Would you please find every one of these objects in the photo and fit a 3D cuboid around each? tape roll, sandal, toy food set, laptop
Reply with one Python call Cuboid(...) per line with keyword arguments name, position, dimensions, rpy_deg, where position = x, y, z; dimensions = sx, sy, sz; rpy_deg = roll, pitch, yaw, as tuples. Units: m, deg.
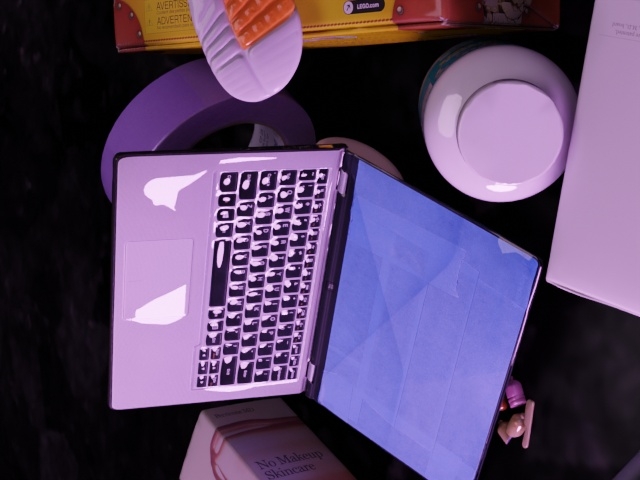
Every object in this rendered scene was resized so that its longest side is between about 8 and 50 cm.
Cuboid(name="tape roll", position=(-0.144, -0.103, 1.485), dimensions=(0.090, 0.274, 0.275), rpy_deg=(51, 130, 35))
Cuboid(name="sandal", position=(-0.088, -0.268, 1.117), dimensions=(0.102, 0.076, 0.265), rpy_deg=(-22, 91, 12))
Cuboid(name="toy food set", position=(0.206, 0.188, 1.296), dimensions=(0.122, 0.019, 0.078), rpy_deg=(25, 113, 55))
Cuboid(name="laptop", position=(-0.021, 0.111, 1.280), dimensions=(0.236, 0.408, 0.382), rpy_deg=(-113, 26, -50))

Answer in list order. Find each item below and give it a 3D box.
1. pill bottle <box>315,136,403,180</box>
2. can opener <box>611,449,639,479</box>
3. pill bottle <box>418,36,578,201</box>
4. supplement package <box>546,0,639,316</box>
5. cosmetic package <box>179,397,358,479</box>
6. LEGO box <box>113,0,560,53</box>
Cuboid(name="pill bottle", position=(0.000, 0.000, 1.435), dimensions=(0.130, 0.130, 0.246), rpy_deg=(54, 132, 32))
Cuboid(name="can opener", position=(0.342, 0.186, 1.072), dimensions=(0.074, 0.093, 0.280), rpy_deg=(-82, 13, -52))
Cuboid(name="pill bottle", position=(0.171, -0.120, 1.101), dimensions=(0.264, 0.146, 0.146), rpy_deg=(-79, -6, -77))
Cuboid(name="supplement package", position=(0.336, -0.085, 0.977), dimensions=(0.175, 0.177, 0.293), rpy_deg=(23, 111, 47))
Cuboid(name="cosmetic package", position=(-0.043, 0.354, 1.516), dimensions=(0.296, 0.153, 0.129), rpy_deg=(40, 122, 39))
Cuboid(name="LEGO box", position=(-0.008, -0.398, 1.211), dimensions=(0.500, 0.193, 0.373), rpy_deg=(6, 100, 43))
